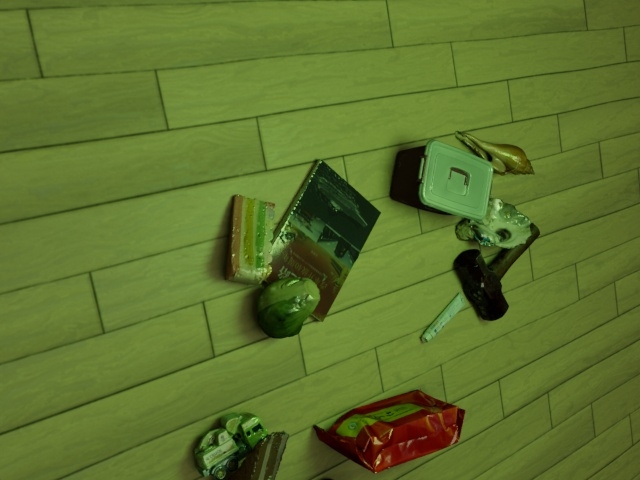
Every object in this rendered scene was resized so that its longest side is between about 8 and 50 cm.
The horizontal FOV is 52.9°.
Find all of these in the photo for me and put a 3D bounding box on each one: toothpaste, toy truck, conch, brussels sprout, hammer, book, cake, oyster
[{"bbox_3d":[0.395,0.249,2.052,0.218,0.033,0.052,-40,113,-30],"label":"toothpaste"},{"bbox_3d":[-0.228,0.500,1.602,0.191,0.085,0.116,-28,104,-28],"label":"toy truck"},{"bbox_3d":[0.578,-0.283,2.134,0.330,0.093,0.109,21,97,-13],"label":"conch"},{"bbox_3d":[-0.088,0.172,1.642,0.145,0.131,0.183,11,128,-18],"label":"brussels sprout"},{"bbox_3d":[0.630,0.062,2.172,0.409,0.095,0.243,-40,112,-29],"label":"hammer"},{"bbox_3d":[0.000,0.000,1.776,0.262,0.028,0.374,39,70,-29],"label":"book"},{"bbox_3d":[-0.172,-0.002,1.611,0.109,0.090,0.226,8,85,-15],"label":"cake"},{"bbox_3d":[0.576,-0.045,2.108,0.222,0.083,0.214,35,60,8],"label":"oyster"},{"bbox_3d":[-0.174,0.585,1.575,0.116,0.112,0.295,5,114,-59],"label":"cake"}]

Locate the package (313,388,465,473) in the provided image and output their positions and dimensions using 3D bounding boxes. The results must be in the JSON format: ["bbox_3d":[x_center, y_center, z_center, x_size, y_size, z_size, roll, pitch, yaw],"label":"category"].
[{"bbox_3d":[0.204,0.537,1.832,0.423,0.196,0.123,-7,96,-33],"label":"package"}]

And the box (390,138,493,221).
[{"bbox_3d":[0.359,-0.175,1.931,0.293,0.167,0.194,14,85,-34],"label":"box"}]

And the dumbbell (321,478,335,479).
[{"bbox_3d":[0.069,0.740,1.725,0.124,0.225,0.140,44,66,-30],"label":"dumbbell"}]
